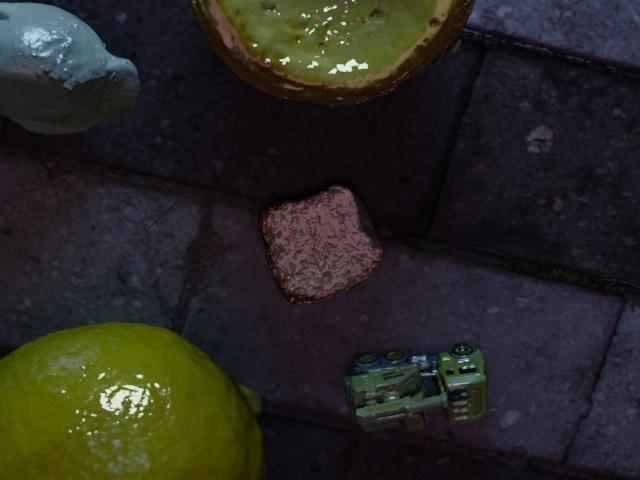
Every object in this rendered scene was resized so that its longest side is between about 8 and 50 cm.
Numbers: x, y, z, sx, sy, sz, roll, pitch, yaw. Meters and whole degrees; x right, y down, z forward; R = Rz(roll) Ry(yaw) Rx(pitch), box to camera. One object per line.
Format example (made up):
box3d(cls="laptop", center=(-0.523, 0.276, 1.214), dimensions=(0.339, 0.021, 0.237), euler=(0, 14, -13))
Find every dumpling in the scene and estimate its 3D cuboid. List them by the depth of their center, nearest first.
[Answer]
box3d(cls="dumpling", center=(-0.301, -0.171, 1.869), dimensions=(0.219, 0.108, 0.153), euler=(20, 111, -9))

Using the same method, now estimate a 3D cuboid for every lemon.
box3d(cls="lemon", center=(-0.222, 0.248, 1.939), dimensions=(0.364, 0.364, 0.364), euler=(-1, 114, -3))

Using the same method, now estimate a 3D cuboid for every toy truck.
box3d(cls="toy truck", center=(0.114, 0.179, 2.050), dimensions=(0.169, 0.100, 0.077), euler=(-4, 115, -1))

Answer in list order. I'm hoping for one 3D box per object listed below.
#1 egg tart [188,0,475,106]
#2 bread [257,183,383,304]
box3d(cls="egg tart", center=(0.009, -0.291, 1.830), dimensions=(0.315, 0.120, 0.315), euler=(-1, 112, -2))
box3d(cls="bread", center=(0.000, 0.000, 1.999), dimensions=(0.129, 0.044, 0.126), euler=(-20, 106, 8))
